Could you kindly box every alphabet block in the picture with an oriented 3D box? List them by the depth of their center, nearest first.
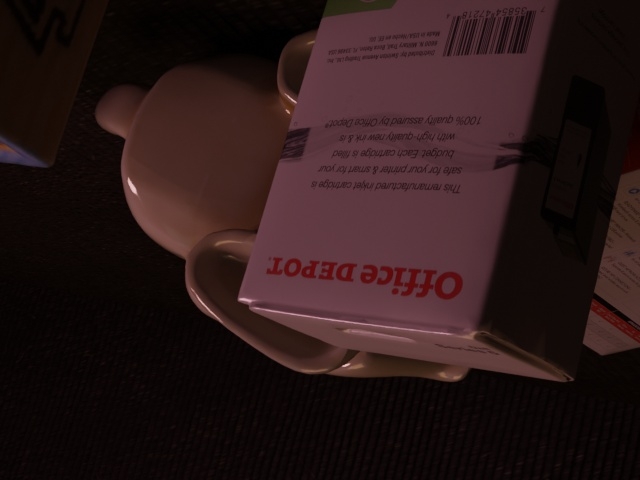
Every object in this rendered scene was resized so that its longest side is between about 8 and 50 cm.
[{"bbox_3d":[-0.287,-0.184,0.878,0.192,0.197,0.193,9,166,25],"label":"alphabet block"}]

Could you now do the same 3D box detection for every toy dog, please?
[{"bbox_3d":[0.000,0.000,1.152,0.395,0.284,0.408,11,168,23],"label":"toy dog"}]

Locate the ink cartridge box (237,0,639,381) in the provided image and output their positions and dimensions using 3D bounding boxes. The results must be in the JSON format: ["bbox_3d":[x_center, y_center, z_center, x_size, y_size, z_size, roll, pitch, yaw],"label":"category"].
[{"bbox_3d":[0.084,-0.060,0.782,0.198,0.273,0.115,4,163,42],"label":"ink cartridge box"}]

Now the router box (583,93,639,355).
[{"bbox_3d":[0.285,-0.022,0.921,0.301,0.082,0.335,-17,151,30],"label":"router box"}]
